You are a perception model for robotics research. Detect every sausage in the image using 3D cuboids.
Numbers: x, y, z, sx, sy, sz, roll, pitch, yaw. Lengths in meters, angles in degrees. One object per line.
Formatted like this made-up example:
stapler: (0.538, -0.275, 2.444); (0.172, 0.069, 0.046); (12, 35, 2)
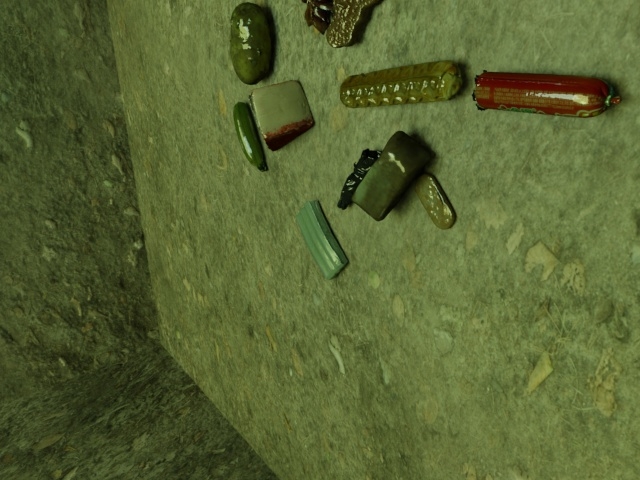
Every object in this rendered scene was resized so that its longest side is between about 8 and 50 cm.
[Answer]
sausage: (0.398, -0.260, 0.958); (0.264, 0.083, 0.083); (23, 123, 47)

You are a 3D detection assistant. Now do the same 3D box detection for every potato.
potato: (-0.211, -0.593, 1.643); (0.149, 0.113, 0.251); (28, 136, 37)

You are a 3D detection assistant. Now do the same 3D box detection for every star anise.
star anise: (-0.008, -0.616, 1.386); (0.168, 0.057, 0.167); (27, 126, 45)

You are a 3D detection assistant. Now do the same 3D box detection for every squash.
squash: (-0.247, -0.350, 1.842); (0.066, 0.066, 0.251); (-16, 92, 56)

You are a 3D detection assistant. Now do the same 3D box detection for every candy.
candy: (0.165, -0.151, 1.304); (0.104, 0.102, 0.234); (41, 143, 9)

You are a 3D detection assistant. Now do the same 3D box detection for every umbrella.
umbrella: (0.100, -0.156, 1.450); (0.066, 0.059, 0.235); (23, 142, -5)

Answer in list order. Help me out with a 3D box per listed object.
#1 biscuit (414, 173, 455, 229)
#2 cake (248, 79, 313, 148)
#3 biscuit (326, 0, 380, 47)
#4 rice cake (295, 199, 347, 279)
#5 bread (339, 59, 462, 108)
biscuit: (0.268, -0.093, 1.273); (0.147, 0.018, 0.071); (62, 148, 12)
cake: (-0.112, -0.380, 1.654); (0.262, 0.160, 0.158); (-71, -37, -88)
biscuit: (0.081, -0.605, 1.257); (0.183, 0.047, 0.319); (33, 128, 31)
rice cake: (0.000, 0.000, 1.677); (0.237, 0.043, 0.127); (63, 147, 15)
bread: (0.170, -0.353, 1.238); (0.368, 0.077, 0.084); (13, 117, 53)
